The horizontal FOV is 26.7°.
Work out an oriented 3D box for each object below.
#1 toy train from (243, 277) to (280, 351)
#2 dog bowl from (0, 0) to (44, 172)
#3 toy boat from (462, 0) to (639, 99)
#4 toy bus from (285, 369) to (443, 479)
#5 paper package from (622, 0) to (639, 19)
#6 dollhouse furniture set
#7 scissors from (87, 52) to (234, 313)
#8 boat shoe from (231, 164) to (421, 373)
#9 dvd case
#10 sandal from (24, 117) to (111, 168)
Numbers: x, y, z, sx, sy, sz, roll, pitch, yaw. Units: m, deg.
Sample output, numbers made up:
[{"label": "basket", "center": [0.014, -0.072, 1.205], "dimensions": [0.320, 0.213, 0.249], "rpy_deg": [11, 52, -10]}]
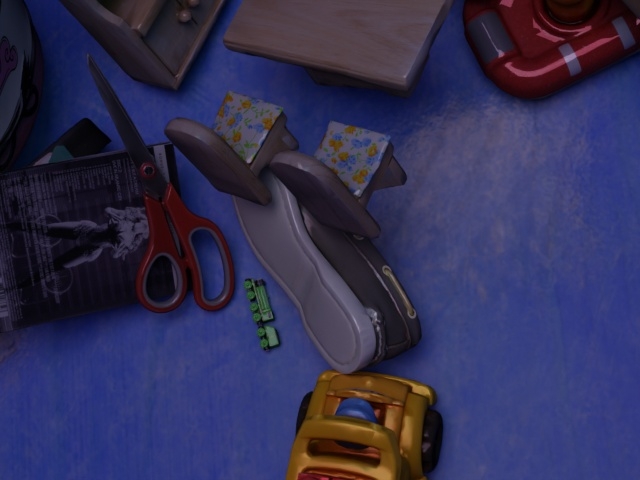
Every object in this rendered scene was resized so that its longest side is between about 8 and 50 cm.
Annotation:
[{"label": "toy train", "center": [-0.062, 0.078, 1.449], "dimensions": [0.023, 0.017, 0.083], "rpy_deg": [-16, 75, -1]}, {"label": "dog bowl", "center": [-0.483, -0.168, 1.478], "dimensions": [0.407, 0.150, 0.408], "rpy_deg": [-11, 62, 21]}, {"label": "toy boat", "center": [0.257, -0.254, 1.378], "dimensions": [0.231, 0.151, 0.151], "rpy_deg": [-27, 74, 6]}, {"label": "toy bus", "center": [0.025, 0.227, 1.298], "dimensions": [0.149, 0.211, 0.220], "rpy_deg": [7, 78, 15]}, {"label": "paper package", "center": [0.396, -0.363, 1.291], "dimensions": [0.325, 0.168, 0.309], "rpy_deg": [-34, 79, -25]}, {"label": "dollhouse furniture set", "center": [-0.069, -0.255, 1.335], "dimensions": [0.394, 0.256, 0.362], "rpy_deg": [17, 73, 32]}, {"label": "scissors", "center": [-0.166, -0.061, 1.424], "dimensions": [0.109, 0.021, 0.297], "rpy_deg": [-14, 101, -13]}, {"label": "boat shoe", "center": [-0.001, 0.003, 1.413], "dimensions": [0.091, 0.109, 0.305], "rpy_deg": [-12, 56, -32]}, {"label": "dvd case", "center": [-0.249, -0.005, 1.418], "dimensions": [0.221, 0.018, 0.165], "rpy_deg": [-12, 103, -20]}, {"label": "sandal", "center": [-0.384, 0.051, 1.460], "dimensions": [0.446, 0.167, 0.107], "rpy_deg": [-42, 99, 0]}]
